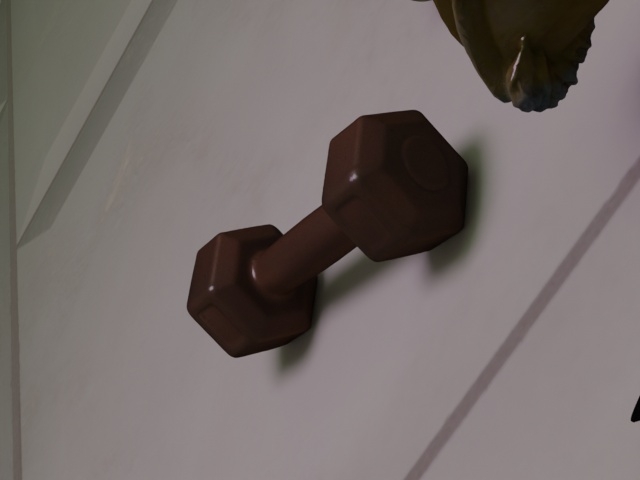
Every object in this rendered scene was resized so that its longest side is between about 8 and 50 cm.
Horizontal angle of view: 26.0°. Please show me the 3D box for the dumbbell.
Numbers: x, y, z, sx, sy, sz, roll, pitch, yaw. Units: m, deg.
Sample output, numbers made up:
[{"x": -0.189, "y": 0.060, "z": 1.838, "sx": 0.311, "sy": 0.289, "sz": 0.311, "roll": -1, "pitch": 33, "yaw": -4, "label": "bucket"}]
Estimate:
[{"x": 0.000, "y": 0.000, "z": 0.881, "sx": 0.231, "sy": 0.092, "sz": 0.082, "roll": -37, "pitch": 10, "yaw": 49, "label": "dumbbell"}]

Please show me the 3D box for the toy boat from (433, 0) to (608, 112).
[{"x": 0.185, "y": -0.190, "z": 0.630, "sx": 0.321, "sy": 0.121, "sz": 0.089, "roll": -45, "pitch": 28, "yaw": 11, "label": "toy boat"}]

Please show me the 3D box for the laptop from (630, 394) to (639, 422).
[{"x": 0.157, "y": 0.008, "z": 0.511, "sx": 0.135, "sy": 0.016, "sz": 0.197, "roll": -64, "pitch": -9, "yaw": -4, "label": "laptop"}]
